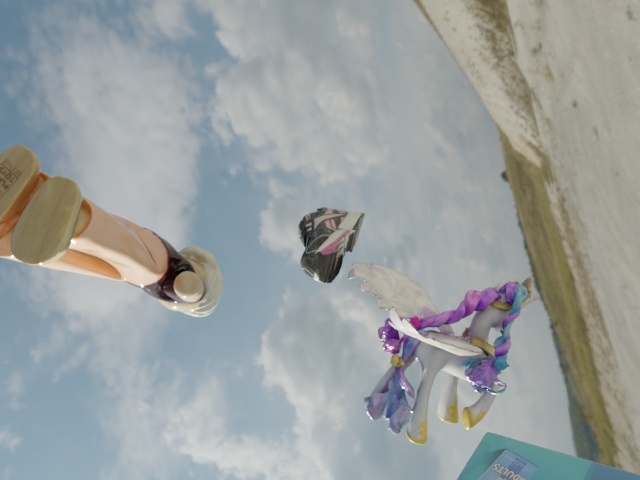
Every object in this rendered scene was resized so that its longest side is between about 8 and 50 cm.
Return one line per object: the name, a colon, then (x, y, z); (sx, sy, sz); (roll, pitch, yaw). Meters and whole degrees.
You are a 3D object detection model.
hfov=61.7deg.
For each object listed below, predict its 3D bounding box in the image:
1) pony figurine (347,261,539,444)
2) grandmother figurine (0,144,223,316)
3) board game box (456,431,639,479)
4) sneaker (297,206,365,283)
pony figurine: (0.220, 0.203, 1.028); (0.303, 0.351, 0.363); (-122, 48, -63)
grandmother figurine: (-0.209, 0.018, 0.593); (0.208, 0.104, 0.342); (41, 176, 25)
board game box: (0.240, 0.308, 0.338); (0.079, 0.253, 0.336); (-35, -66, -39)
sneaker: (0.000, 0.000, 0.716); (0.178, 0.077, 0.072); (-42, -32, -68)
